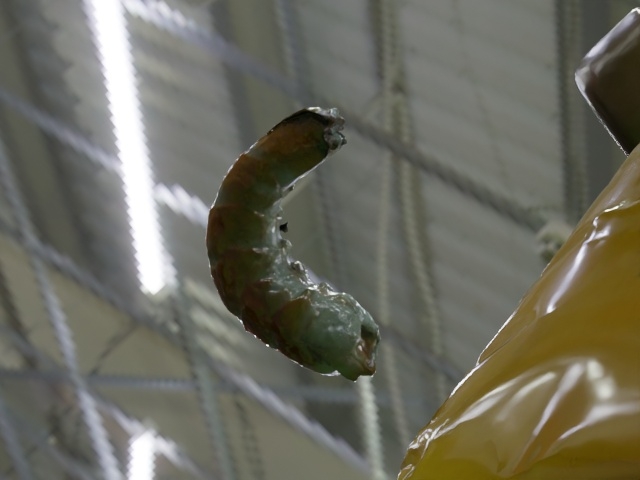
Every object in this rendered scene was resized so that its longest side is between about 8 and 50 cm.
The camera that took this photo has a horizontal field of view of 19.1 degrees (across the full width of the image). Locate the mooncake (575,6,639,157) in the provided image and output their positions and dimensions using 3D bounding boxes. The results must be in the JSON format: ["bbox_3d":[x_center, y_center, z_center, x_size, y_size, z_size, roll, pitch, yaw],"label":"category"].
[{"bbox_3d":[0.323,-0.080,1.565,0.235,0.117,0.235,46,11,-11],"label":"mooncake"}]

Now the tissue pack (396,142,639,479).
[{"bbox_3d":[0.266,0.062,0.693,0.382,0.293,0.228,-10,-61,43],"label":"tissue pack"}]

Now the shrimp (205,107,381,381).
[{"bbox_3d":[0.000,0.000,1.280,0.161,0.049,0.166,35,-70,18],"label":"shrimp"}]
